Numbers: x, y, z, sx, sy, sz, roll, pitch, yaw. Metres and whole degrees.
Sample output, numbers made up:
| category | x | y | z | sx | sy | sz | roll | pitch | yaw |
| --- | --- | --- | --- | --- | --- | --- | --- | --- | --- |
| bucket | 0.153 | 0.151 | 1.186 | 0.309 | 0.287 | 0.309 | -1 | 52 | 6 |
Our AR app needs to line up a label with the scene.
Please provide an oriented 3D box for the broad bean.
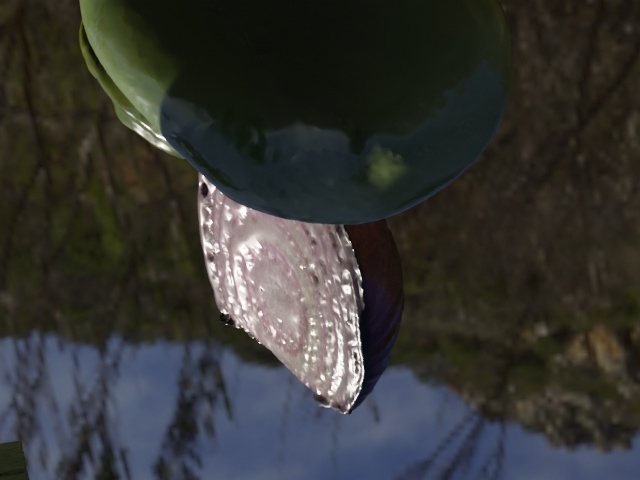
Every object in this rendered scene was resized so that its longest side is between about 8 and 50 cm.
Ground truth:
| category | x | y | z | sx | sy | sz | roll | pitch | yaw |
| --- | --- | --- | --- | --- | --- | --- | --- | --- | --- |
| broad bean | -0.019 | -0.093 | 0.881 | 0.228 | 0.169 | 0.100 | 3 | -174 | 31 |

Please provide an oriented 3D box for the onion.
| category | x | y | z | sx | sy | sz | roll | pitch | yaw |
| --- | --- | --- | --- | --- | --- | --- | --- | --- | --- |
| onion | 0.000 | 0.000 | 1.582 | 0.111 | 0.247 | 0.250 | -21 | -143 | -27 |

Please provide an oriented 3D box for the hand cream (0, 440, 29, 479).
| category | x | y | z | sx | sy | sz | roll | pitch | yaw |
| --- | --- | --- | --- | --- | --- | --- | --- | --- | --- |
| hand cream | -0.312 | 0.142 | 0.921 | 0.331 | 0.058 | 0.085 | -12 | -165 | -9 |
